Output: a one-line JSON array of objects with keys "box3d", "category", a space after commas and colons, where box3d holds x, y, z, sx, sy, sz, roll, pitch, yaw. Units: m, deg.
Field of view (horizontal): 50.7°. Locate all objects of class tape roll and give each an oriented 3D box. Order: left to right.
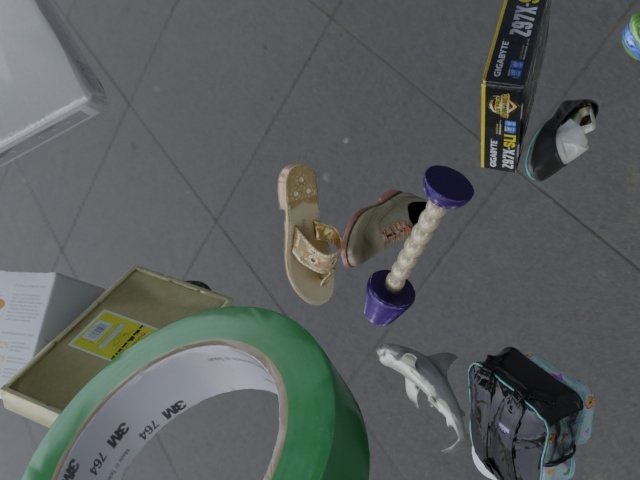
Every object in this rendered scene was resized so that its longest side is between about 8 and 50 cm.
[{"box3d": [-0.118, 0.204, 0.589, 0.321, 0.077, 0.321, -19, 37, 15], "category": "tape roll"}]

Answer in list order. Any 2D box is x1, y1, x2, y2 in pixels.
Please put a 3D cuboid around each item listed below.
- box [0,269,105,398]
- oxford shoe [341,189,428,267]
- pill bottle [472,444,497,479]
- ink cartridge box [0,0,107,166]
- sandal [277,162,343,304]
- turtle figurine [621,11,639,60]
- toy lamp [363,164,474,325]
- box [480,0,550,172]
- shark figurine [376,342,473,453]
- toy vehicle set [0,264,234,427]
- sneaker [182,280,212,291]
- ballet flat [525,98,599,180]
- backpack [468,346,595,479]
[{"box3d": [-0.390, 0.134, 0.927, 0.130, 0.091, 0.171, 0, 71, 31], "category": "box"}, {"box3d": [0.179, -0.039, 1.843, 0.130, 0.348, 0.123, 8, 129, 36], "category": "oxford shoe"}, {"box3d": [0.353, 0.373, 1.226, 0.117, 0.208, 0.118, -6, 80, 34], "category": "pill bottle"}, {"box3d": [-0.308, -0.115, 0.343, 0.261, 0.296, 0.066, 60, 175, -9], "category": "ink cartridge box"}, {"box3d": [-0.005, 0.002, 1.029, 0.079, 0.088, 0.240, 18, 125, 53], "category": "sandal"}, {"box3d": [0.370, -0.220, 0.556, 0.266, 0.274, 0.198, -39, 71, 38], "category": "turtle figurine"}, {"box3d": [0.129, 0.022, 0.964, 0.080, 0.080, 0.275, 56, 142, 31], "category": "toy lamp"}, {"box3d": [0.373, -0.334, 1.282, 0.079, 0.257, 0.322, 12, 66, 17], "category": "box"}, {"box3d": [0.240, 0.283, 1.323, 0.278, 0.116, 0.166, 50, 154, 14], "category": "shark figurine"}, {"box3d": [-0.248, 0.140, 0.873, 0.166, 0.267, 0.035, 18, 128, 16], "category": "toy vehicle set"}, {"box3d": [-0.240, 0.173, 1.254, 0.235, 0.084, 0.097, -110, 33, -49], "category": "sneaker"}, {"box3d": [0.516, -0.225, 1.417, 0.096, 0.280, 0.095, -9, 122, 44], "category": "ballet flat"}, {"box3d": [0.299, 0.265, 0.979, 0.166, 0.144, 0.188, 33, 128, 51], "category": "backpack"}]
